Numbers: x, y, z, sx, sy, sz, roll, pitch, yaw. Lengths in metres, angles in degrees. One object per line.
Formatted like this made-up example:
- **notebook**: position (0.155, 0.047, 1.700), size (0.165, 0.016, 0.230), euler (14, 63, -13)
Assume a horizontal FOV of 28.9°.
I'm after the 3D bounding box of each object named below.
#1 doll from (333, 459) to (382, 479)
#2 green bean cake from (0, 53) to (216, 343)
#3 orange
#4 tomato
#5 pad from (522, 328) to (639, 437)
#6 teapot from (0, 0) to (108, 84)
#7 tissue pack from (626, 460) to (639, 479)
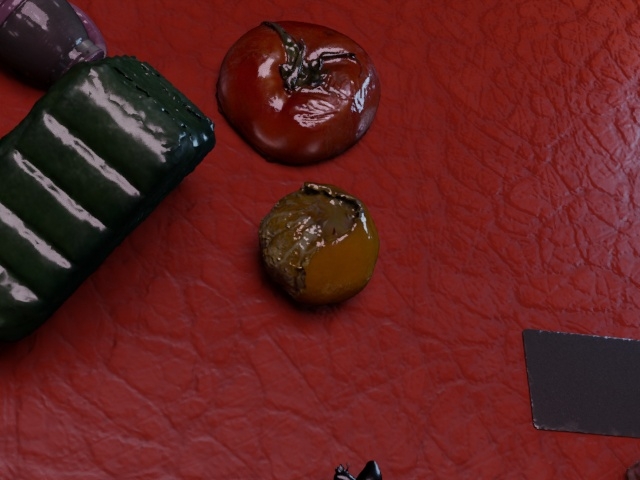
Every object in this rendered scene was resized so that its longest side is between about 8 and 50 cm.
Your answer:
- **doll**: position (0.075, 0.341, 1.351), size (0.091, 0.067, 0.219), euler (-22, 73, -32)
- **green bean cake**: position (-0.278, -0.057, 1.390), size (0.169, 0.300, 0.308), euler (42, 96, -5)
- **orange**: position (0.000, 0.000, 1.506), size (0.156, 0.134, 0.157), euler (16, 45, -16)
- **tomato**: position (-0.022, -0.212, 1.655), size (0.227, 0.101, 0.228), euler (7, 60, -11)
- **pad**: position (0.361, 0.183, 1.578), size (0.211, 0.003, 0.143), euler (7, 56, -13)
- **teapot**: position (-0.344, -0.251, 1.589), size (0.146, 0.148, 0.116), euler (42, 92, -2)
- **tissue pack**: position (0.492, 0.337, 1.447), size (0.184, 0.124, 0.225), euler (-6, 60, -19)
